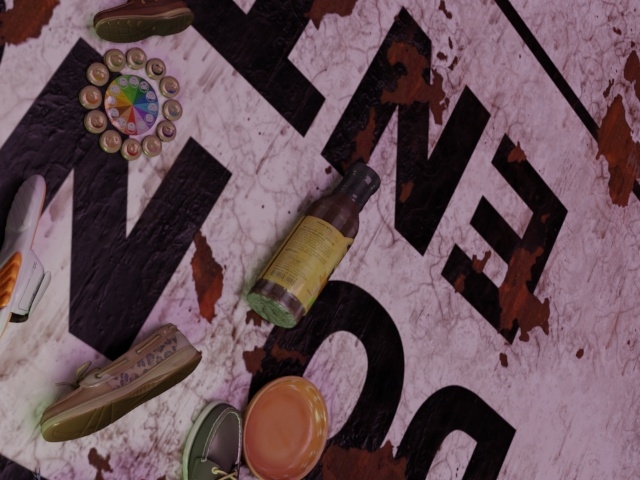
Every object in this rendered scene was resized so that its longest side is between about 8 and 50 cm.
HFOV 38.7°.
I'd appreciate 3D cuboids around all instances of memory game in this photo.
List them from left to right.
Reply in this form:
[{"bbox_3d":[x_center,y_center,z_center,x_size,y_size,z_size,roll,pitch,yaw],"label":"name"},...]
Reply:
[{"bbox_3d":[-0.302,-0.220,1.472,0.186,0.012,0.186,-2,92,-41],"label":"memory game"}]

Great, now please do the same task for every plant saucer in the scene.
[{"bbox_3d":[-0.070,0.346,1.672,0.200,0.037,0.200,-2,93,-41],"label":"plant saucer"}]

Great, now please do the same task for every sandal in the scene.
[{"bbox_3d":[-0.422,0.037,1.318,0.076,0.102,0.265,23,74,-36],"label":"sandal"}]

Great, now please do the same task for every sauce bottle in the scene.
[{"bbox_3d":[0.000,0.000,1.673,0.111,0.111,0.344,50,62,-30],"label":"sauce bottle"}]

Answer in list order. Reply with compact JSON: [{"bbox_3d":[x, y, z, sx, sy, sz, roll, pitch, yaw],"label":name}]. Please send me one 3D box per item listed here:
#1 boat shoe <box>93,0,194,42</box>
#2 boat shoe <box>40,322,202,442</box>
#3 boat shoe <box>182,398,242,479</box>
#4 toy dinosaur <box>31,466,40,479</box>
[{"bbox_3d":[-0.288,-0.359,1.456,0.178,0.064,0.060,-20,73,-40],"label":"boat shoe"},{"bbox_3d":[-0.320,0.221,1.426,0.285,0.104,0.089,-24,69,-43],"label":"boat shoe"},{"bbox_3d":[-0.181,0.425,1.542,0.109,0.091,0.305,21,78,-39],"label":"boat shoe"},{"bbox_3d":[-0.421,0.391,1.371,0.082,0.047,0.090,2,101,-23],"label":"toy dinosaur"}]
